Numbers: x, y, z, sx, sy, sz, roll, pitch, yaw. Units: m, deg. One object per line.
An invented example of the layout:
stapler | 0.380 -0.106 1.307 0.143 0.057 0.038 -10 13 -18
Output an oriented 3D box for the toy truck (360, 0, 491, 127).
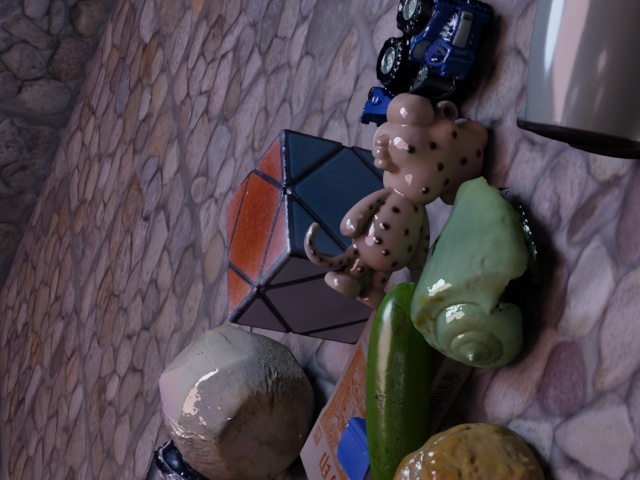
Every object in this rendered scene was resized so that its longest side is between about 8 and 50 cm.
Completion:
toy truck | 0.145 -0.219 1.938 0.126 0.113 0.208 -119 45 -55

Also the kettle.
kettle | 0.315 -0.201 1.504 0.221 0.161 0.236 16 95 36

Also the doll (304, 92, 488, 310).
doll | 0.098 -0.051 1.862 0.278 0.154 0.119 -56 23 -3

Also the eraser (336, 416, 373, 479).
eraser | 0.053 0.272 1.890 0.085 0.027 0.063 53 130 56

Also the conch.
conch | 0.193 0.030 1.730 0.143 0.137 0.251 89 -159 -63

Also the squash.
squash | 0.094 0.195 1.778 0.082 0.082 0.292 -177 87 -67

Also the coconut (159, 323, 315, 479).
coconut | -0.129 0.239 2.213 0.230 0.227 0.227 42 118 56

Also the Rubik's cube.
Rubik's cube | 0.000 0.000 2.051 0.207 0.205 0.205 -49 37 47

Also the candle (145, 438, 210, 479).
candle | -0.213 0.474 2.349 0.187 0.187 0.330 -124 49 -60

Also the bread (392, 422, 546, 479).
bread | 0.149 0.314 1.642 0.244 0.134 0.244 -36 48 54

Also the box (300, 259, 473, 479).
box | 0.080 0.222 1.946 0.365 0.051 0.204 -65 29 30
